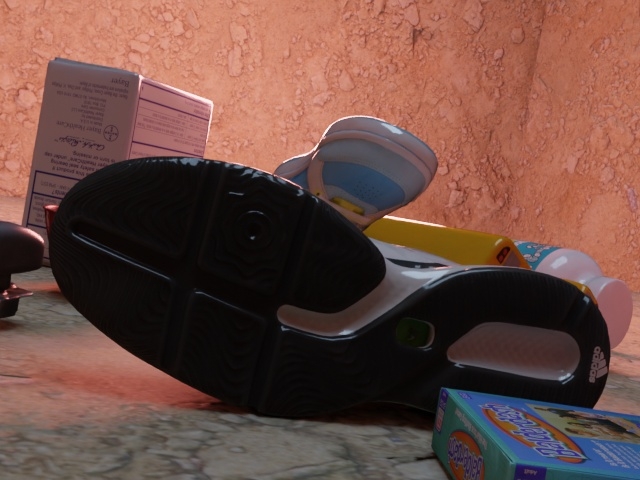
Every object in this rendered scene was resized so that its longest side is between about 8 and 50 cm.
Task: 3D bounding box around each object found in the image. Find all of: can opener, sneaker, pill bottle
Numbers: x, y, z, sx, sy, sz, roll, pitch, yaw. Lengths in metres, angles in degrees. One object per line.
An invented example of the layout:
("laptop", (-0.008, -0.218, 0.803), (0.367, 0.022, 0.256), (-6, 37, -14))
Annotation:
("can opener", (-0.323, 0.034, 0.656), (0.074, 0.093, 0.280), (11, 8, 14))
("sneaker", (0.000, 0.000, 0.907), (0.127, 0.208, 0.319), (30, -19, -13))
("sneaker", (-0.008, 0.062, 0.739), (0.447, 0.169, 0.257), (17, -8, -14))
("pill bottle", (0.283, 0.075, 1.155), (0.146, 0.146, 0.264), (7, 4, -39))

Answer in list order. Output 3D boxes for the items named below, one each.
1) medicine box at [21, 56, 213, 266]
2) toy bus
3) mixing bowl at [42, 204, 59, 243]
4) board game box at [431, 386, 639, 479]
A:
("medicine box", (-0.303, -0.102, 1.289), (0.149, 0.289, 0.263), (12, 4, 15))
("toy bus", (0.139, 0.053, 0.974), (0.332, 0.108, 0.130), (13, -31, 49))
("mixing bowl", (-0.243, 0.019, 1.005), (0.181, 0.098, 0.181), (10, 4, -1))
("board game box", (0.187, 0.142, 0.509), (0.210, 0.047, 0.160), (10, 3, -4))
